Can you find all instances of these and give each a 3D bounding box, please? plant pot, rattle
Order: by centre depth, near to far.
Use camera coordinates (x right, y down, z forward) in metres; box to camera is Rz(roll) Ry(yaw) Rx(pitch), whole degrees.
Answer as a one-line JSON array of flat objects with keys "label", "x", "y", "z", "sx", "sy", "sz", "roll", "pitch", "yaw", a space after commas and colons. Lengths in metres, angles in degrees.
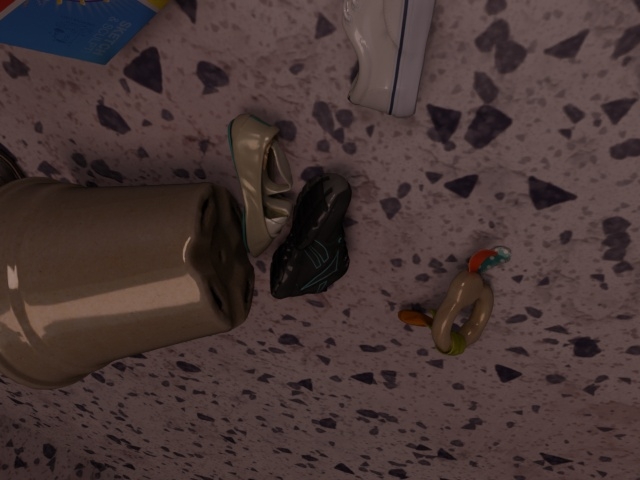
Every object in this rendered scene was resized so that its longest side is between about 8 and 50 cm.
[{"label": "plant pot", "x": -0.279, "y": 0.043, "z": 0.734, "sx": 0.305, "sy": 0.334, "sz": 0.334, "roll": -9, "pitch": 130, "yaw": 10}, {"label": "rattle", "x": 0.209, "y": 0.073, "z": 0.769, "sx": 0.130, "sy": 0.143, "sz": 0.200, "roll": -11, "pitch": 119, "yaw": -15}]

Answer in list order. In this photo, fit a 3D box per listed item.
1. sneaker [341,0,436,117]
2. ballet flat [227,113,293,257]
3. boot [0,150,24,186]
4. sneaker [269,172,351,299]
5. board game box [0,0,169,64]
[{"label": "sneaker", "x": 0.066, "y": -0.237, "z": 0.470, "sx": 0.091, "sy": 0.094, "sz": 0.258, "roll": 7, "pitch": 135, "yaw": 6}, {"label": "ballet flat", "x": -0.079, "y": -0.065, "z": 0.696, "sx": 0.086, "sy": 0.086, "sz": 0.249, "roll": 8, "pitch": 135, "yaw": 11}, {"label": "boot", "x": -0.576, "y": -0.085, "z": 0.827, "sx": 0.082, "sy": 0.106, "sz": 0.219, "roll": -16, "pitch": 126, "yaw": 31}, {"label": "sneaker", "x": 0.000, "y": 0.000, "z": 0.742, "sx": 0.106, "sy": 0.101, "sz": 0.267, "roll": 9, "pitch": 140, "yaw": -18}, {"label": "board game box", "x": -0.232, "y": -0.289, "z": 0.429, "sx": 0.316, "sy": 0.242, "sz": 0.064, "roll": -22, "pitch": 84, "yaw": 35}]
